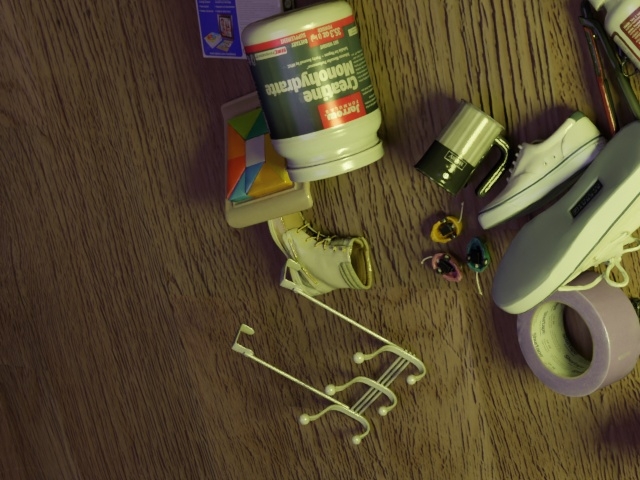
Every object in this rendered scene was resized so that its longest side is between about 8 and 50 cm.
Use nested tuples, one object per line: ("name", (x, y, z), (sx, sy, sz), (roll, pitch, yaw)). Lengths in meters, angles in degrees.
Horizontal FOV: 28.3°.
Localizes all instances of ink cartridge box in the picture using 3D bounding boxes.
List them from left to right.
("ink cartridge box", (-0.137, -0.424, 2.244), (0.206, 0.045, 0.208), (9, 117, 38))

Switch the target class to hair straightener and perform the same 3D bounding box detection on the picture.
("hair straightener", (0.439, -0.264, 1.842), (0.089, 0.047, 0.230), (-15, 95, 22))

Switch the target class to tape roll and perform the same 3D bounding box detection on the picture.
("tape roll", (0.406, 0.147, 2.001), (0.189, 0.080, 0.188), (24, 121, 47))

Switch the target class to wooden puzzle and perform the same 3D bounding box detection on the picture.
("wooden puzzle", (-0.106, -0.157, 2.294), (0.221, 0.044, 0.238), (-14, 76, 43))

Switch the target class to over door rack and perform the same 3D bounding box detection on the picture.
("over door rack", (0.000, 0.223, 2.346), (0.324, 0.108, 0.239), (37, 131, 0))

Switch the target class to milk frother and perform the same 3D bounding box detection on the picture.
("milk frother", (0.225, -0.145, 2.040), (0.134, 0.129, 0.143), (-54, 27, 5))

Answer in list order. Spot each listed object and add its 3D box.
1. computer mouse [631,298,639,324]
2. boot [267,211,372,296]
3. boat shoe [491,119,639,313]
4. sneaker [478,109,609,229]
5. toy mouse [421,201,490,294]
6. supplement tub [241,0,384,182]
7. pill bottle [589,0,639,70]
("computer mouse", (0.548, 0.159, 1.942), (0.193, 0.042, 0.106), (20, 117, 39))
("boot", (0.000, 0.000, 2.309), (0.165, 0.077, 0.213), (-8, 110, 43))
("boat shoe", (0.420, -0.009, 1.894), (0.367, 0.156, 0.135), (-52, 28, 23))
("sneaker", (0.337, -0.108, 1.971), (0.258, 0.094, 0.091), (-38, 73, 36))
("toy mouse", (0.241, 0.027, 2.146), (0.143, 0.031, 0.161), (55, 134, 6))
("supplement tub", (-0.009, -0.251, 2.115), (0.191, 0.191, 0.272), (-6, 106, 42))
("pill bottle", (0.468, -0.292, 1.737), (0.221, 0.121, 0.121), (52, 134, 9))
